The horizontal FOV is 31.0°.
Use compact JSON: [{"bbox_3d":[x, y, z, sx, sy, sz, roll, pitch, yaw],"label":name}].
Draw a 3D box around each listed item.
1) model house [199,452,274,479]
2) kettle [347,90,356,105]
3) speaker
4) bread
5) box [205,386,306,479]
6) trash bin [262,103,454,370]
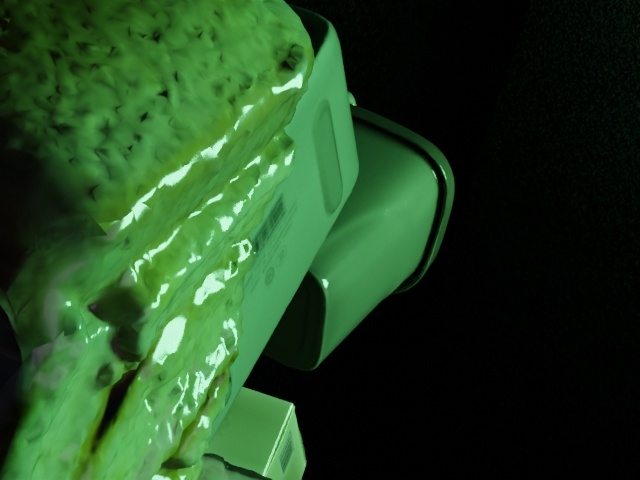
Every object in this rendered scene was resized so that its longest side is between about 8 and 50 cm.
[{"bbox_3d":[-0.130,0.352,1.109,0.202,0.237,0.237,-55,-158,20],"label":"model house"},{"bbox_3d":[0.041,-0.127,1.537,0.126,0.098,0.148,-65,163,8],"label":"kettle"},{"bbox_3d":[-0.114,-0.016,0.951,0.184,0.183,0.406,84,30,-51],"label":"speaker"},{"bbox_3d":[-0.175,0.014,0.609,0.264,0.239,0.395,-36,147,-68],"label":"bread"},{"bbox_3d":[-0.114,0.237,1.320,0.212,0.168,0.095,84,24,-61],"label":"box"},{"bbox_3d":[0.000,0.000,1.354,0.250,0.220,0.219,-46,153,-42],"label":"trash bin"}]
